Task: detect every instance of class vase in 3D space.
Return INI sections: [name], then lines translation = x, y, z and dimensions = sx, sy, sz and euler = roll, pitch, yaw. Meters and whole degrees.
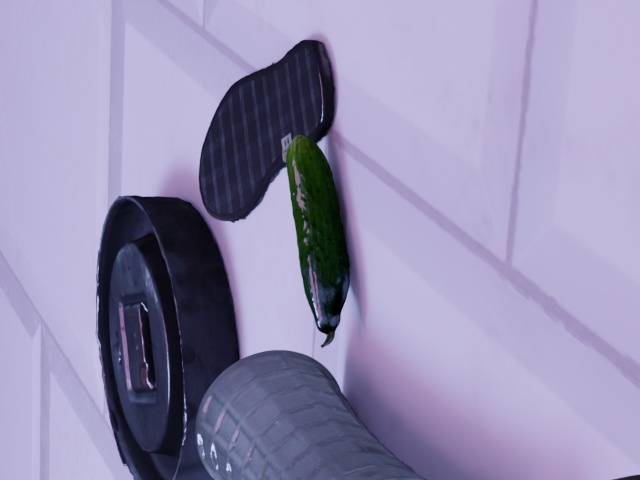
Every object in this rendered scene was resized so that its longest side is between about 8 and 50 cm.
[vase]
translation = 0.010, 0.170, 1.198
dimensions = 0.299, 0.143, 0.143
euler = -138, 47, -66

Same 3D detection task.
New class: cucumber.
[cucumber]
translation = 0.000, 0.000, 1.311
dimensions = 0.037, 0.037, 0.155
euler = 142, 122, -65

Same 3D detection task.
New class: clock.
[clock]
translation = -0.141, 0.096, 1.665
dimensions = 0.280, 0.055, 0.280
euler = 175, 90, -69

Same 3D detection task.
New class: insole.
[insole]
translation = -0.048, -0.083, 1.449
dimensions = 0.309, 0.012, 0.110
euler = 154, 111, -68

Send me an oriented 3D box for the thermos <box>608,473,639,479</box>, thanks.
[thermos]
translation = 0.181, 0.206, 0.823
dimensions = 0.137, 0.105, 0.193
euler = -7, 92, 38
